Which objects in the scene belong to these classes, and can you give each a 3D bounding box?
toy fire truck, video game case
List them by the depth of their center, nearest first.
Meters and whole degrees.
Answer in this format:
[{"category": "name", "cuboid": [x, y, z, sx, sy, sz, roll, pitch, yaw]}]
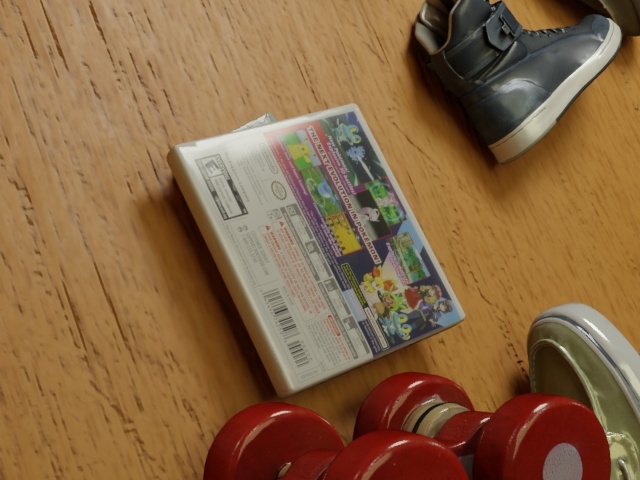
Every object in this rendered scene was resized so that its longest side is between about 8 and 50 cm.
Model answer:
[{"category": "toy fire truck", "cuboid": [0.066, 0.230, 0.766, 0.302, 0.169, 0.254, -7, 95, -35]}, {"category": "video game case", "cuboid": [0.000, 0.000, 0.879, 0.183, 0.023, 0.201, -18, 76, -37]}]

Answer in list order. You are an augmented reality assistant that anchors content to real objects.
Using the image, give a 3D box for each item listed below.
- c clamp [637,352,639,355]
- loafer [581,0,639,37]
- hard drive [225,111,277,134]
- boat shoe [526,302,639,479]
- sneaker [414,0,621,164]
[{"category": "c clamp", "cuboid": [0.312, 0.179, 1.020, 0.137, 0.022, 0.161, 17, 58, -32]}, {"category": "loafer", "cuboid": [0.257, -0.305, 1.203, 0.251, 0.087, 0.094, 49, 24, -16]}, {"category": "hard drive", "cuboid": [-0.037, -0.027, 0.899, 0.094, 0.022, 0.135, -32, 86, -39]}, {"category": "boat shoe", "cuboid": [0.228, 0.197, 0.902, 0.094, 0.109, 0.302, -14, 77, -35]}, {"category": "sneaker", "cuboid": [0.186, -0.197, 1.089, 0.163, 0.086, 0.226, 49, 52, -5]}]
